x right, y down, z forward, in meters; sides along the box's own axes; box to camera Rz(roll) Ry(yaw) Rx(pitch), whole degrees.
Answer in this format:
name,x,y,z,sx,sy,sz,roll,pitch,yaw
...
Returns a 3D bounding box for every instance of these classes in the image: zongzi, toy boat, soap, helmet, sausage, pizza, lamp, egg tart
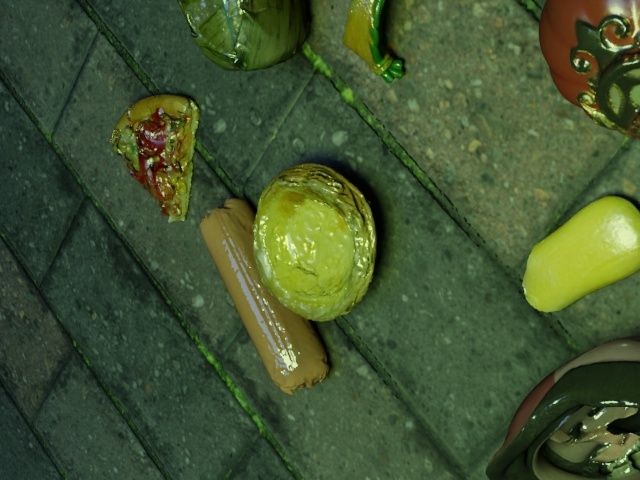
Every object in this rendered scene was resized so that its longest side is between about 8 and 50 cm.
name,x,y,z,sx,sy,sz,roll,pitch,yaw
zongzi,-0.048,-0.404,1.333,0.360,0.160,0.323,-26,89,35
toy boat,0.085,-0.300,1.288,0.088,0.089,0.229,14,116,-1
soap,0.289,0.015,1.209,0.168,0.033,0.089,-34,76,41
helmet,0.309,0.193,1.159,0.198,0.154,0.253,35,143,-16
sausage,-0.079,0.076,1.514,0.086,0.086,0.289,-35,77,41
pizza,-0.240,-0.121,1.629,0.201,0.053,0.193,-26,83,42
lamp,0.315,-0.192,1.013,0.227,0.227,0.226,12,108,39
egg tart,0.002,-0.001,1.422,0.213,0.090,0.212,13,109,41
